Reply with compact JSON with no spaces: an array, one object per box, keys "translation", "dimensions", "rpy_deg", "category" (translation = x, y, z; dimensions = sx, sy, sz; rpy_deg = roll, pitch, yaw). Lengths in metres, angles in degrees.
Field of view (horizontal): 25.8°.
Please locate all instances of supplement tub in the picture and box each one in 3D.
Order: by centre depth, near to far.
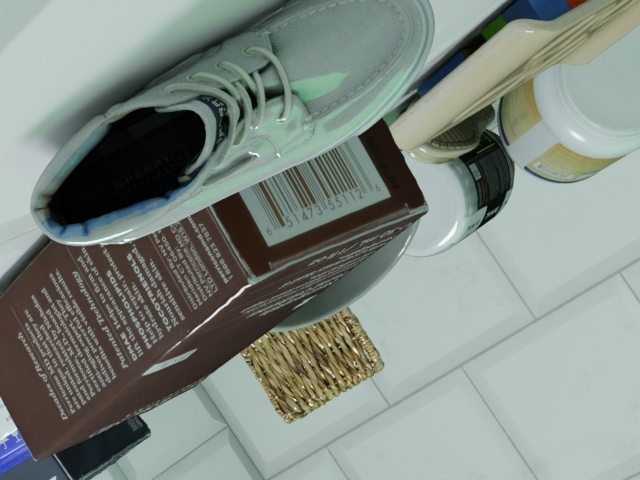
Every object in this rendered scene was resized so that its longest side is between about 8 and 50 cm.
[{"translation":[0.442,-0.232,2.328],"dimensions":[0.228,0.228,0.316],"rpy_deg":[-33,178,-14],"category":"supplement tub"},{"translation":[0.219,-0.098,2.428],"dimensions":[0.193,0.193,0.316],"rpy_deg":[-35,177,30],"category":"supplement tub"}]

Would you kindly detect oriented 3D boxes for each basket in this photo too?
[{"translation":[-0.022,0.129,2.441],"dimensions":[0.223,0.299,0.213],"rpy_deg":[-35,177,20],"category":"basket"}]

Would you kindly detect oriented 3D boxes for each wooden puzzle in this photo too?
[{"translation":[0.268,-0.250,1.667],"dimensions":[0.348,0.080,0.322],"rpy_deg":[-27,173,-32],"category":"wooden puzzle"}]

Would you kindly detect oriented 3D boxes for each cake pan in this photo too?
[{"translation":[0.000,0.000,1.845],"dimensions":[0.293,0.054,0.293],"rpy_deg":[-26,146,-19],"category":"cake pan"}]

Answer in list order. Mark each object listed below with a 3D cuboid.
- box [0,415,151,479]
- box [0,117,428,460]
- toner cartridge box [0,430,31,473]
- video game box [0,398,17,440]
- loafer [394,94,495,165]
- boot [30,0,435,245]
[{"translation":[-0.466,0.339,2.147],"dimensions":[0.296,0.183,0.294],"rpy_deg":[-36,178,16],"category":"box"},{"translation":[-0.112,0.027,1.110],"dimensions":[0.191,0.143,0.381],"rpy_deg":[-23,171,-41],"category":"box"},{"translation":[-0.305,0.185,1.723],"dimensions":[0.348,0.075,0.165],"rpy_deg":[-30,174,-6],"category":"toner cartridge box"},{"translation":[-0.241,0.094,1.410],"dimensions":[0.187,0.048,0.205],"rpy_deg":[-32,-165,19],"category":"video game box"},{"translation":[0.159,-0.145,1.869],"dimensions":[0.092,0.102,0.268],"rpy_deg":[-42,174,27],"category":"loafer"},{"translation":[-0.047,-0.070,0.811],"dimensions":[0.258,0.095,0.123],"rpy_deg":[-33,-176,8],"category":"boot"}]
